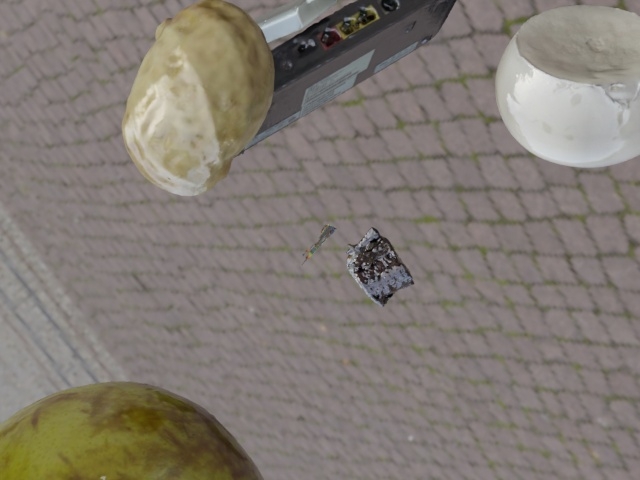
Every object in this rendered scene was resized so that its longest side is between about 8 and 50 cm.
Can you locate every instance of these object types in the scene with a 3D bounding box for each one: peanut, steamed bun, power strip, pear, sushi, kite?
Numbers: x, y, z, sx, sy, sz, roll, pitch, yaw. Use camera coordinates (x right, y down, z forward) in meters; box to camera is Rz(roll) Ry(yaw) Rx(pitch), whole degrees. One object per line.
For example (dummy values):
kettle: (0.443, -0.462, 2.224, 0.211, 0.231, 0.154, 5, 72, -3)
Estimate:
peanut: (-0.094, -0.113, 0.912, 0.109, 0.159, 0.140, 17, 168, 2)
steamed bun: (0.462, -0.257, 1.994, 0.324, 0.324, 0.206, 29, 138, 33)
power strip: (-0.061, -0.258, 1.381, 0.027, 0.060, 0.252, 57, 154, -16)
pear: (-0.166, 0.244, 0.853, 0.283, 0.283, 0.284, 36, 153, 22)
sushi: (0.094, 0.047, 1.848, 0.098, 0.084, 0.094, 47, -172, -44)
kite: (0.000, 0.000, 1.920, 0.004, 0.122, 0.090, 44, 127, -12)

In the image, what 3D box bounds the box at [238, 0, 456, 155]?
box: (0.010, -0.222, 1.427, 0.058, 0.350, 0.211, 58, 170, 4)
